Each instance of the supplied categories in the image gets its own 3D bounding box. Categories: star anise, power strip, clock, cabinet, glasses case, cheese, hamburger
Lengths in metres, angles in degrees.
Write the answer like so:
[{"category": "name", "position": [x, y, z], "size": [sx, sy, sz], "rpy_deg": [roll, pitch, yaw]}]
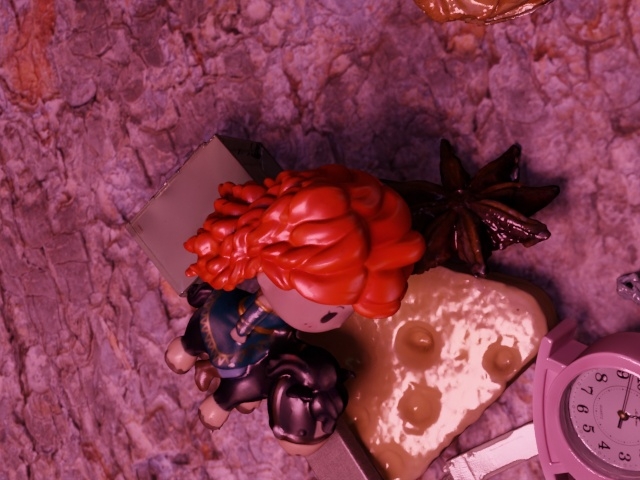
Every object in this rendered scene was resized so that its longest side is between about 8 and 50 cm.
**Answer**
[{"category": "star anise", "position": [0.197, -0.029, 1.380], "size": [0.272, 0.102, 0.272], "rpy_deg": [-10, 45, 11]}, {"category": "power strip", "position": [0.243, 0.302, 1.410], "size": [0.191, 0.030, 0.047], "rpy_deg": [-31, 79, 21]}, {"category": "clock", "position": [0.406, 0.265, 1.266], "size": [0.275, 0.080, 0.290], "rpy_deg": [9, 111, 37]}, {"category": "cabinet", "position": [-0.154, -0.040, 1.524], "size": [0.206, 0.145, 0.150], "rpy_deg": [-45, 73, 17]}, {"category": "glasses case", "position": [0.029, 0.304, 1.379], "size": [0.071, 0.047, 0.205], "rpy_deg": [-43, 71, 25]}, {"category": "cheese", "position": [0.115, 0.189, 1.427], "size": [0.384, 0.104, 0.383], "rpy_deg": [-1, 89, 23]}, {"category": "hamburger", "position": [0.252, -0.366, 1.370], "size": [0.262, 0.124, 0.130], "rpy_deg": [-16, 102, 27]}]

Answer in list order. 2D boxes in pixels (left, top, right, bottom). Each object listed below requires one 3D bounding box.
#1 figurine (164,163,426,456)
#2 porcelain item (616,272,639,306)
[{"category": "figurine", "position": [-0.048, 0.087, 1.301], "size": [0.306, 0.241, 0.411], "rpy_deg": [38, 117, 42]}, {"category": "porcelain item", "position": [0.427, 0.073, 1.333], "size": [0.083, 0.028, 0.036], "rpy_deg": [35, 87, 21]}]
